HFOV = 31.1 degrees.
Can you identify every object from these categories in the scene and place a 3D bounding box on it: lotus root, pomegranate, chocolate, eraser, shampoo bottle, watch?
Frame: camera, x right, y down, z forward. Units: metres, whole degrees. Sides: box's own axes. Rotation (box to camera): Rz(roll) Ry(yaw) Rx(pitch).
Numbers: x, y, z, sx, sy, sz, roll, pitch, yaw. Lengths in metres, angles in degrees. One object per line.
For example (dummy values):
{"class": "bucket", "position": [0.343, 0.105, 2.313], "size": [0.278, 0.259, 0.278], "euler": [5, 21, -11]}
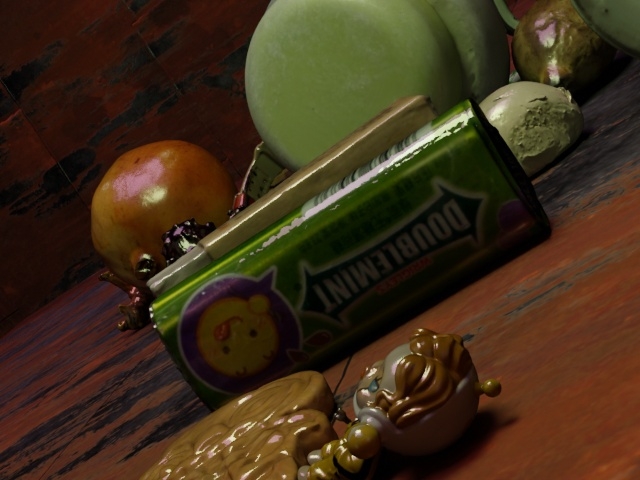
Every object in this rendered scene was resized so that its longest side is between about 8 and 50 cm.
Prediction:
{"class": "lotus root", "position": [0.304, -0.239, 1.429], "size": [0.138, 0.138, 0.214], "euler": [-30, 20, 28]}
{"class": "pomegranate", "position": [-0.250, -0.026, 1.888], "size": [0.264, 0.264, 0.264], "euler": [-33, 9, 6]}
{"class": "chocolate", "position": [-0.184, 0.034, 1.712], "size": [0.156, 0.133, 0.156], "euler": [-35, 7, 5]}
{"class": "eraser", "position": [0.000, 0.000, 1.177], "size": [0.343, 0.144, 0.078], "euler": [-37, 10, -9]}
{"class": "shampoo bottle", "position": [0.080, -0.214, 1.459], "size": [0.322, 0.322, 0.317], "euler": [-29, 0, 32]}
{"class": "watch", "position": [-0.054, -0.069, 1.624], "size": [0.165, 0.102, 0.268], "euler": [-3, 57, 54]}

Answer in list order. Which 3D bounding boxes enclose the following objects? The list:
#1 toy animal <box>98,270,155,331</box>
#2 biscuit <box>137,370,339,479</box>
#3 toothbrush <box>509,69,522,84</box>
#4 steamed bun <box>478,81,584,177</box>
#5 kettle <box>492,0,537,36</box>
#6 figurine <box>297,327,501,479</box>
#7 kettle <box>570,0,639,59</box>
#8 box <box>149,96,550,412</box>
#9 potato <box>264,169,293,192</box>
{"class": "toy animal", "position": [-0.295, 0.078, 2.067], "size": [0.114, 0.116, 0.255], "euler": [-30, -1, 12]}
{"class": "biscuit", "position": [-0.074, 0.172, 0.859], "size": [0.202, 0.044, 0.289], "euler": [-34, 7, 0]}
{"class": "toothbrush", "position": [0.265, -0.222, 1.730], "size": [0.418, 0.040, 0.042], "euler": [-29, 15, 34]}
{"class": "steamed bun", "position": [0.206, -0.118, 1.218], "size": [0.130, 0.091, 0.112], "euler": [-36, 7, -10]}
{"class": "kettle", "position": [0.351, -0.402, 1.694], "size": [0.240, 0.255, 0.165], "euler": [-34, 11, 8]}
{"class": "figurine", "position": [0.040, 0.112, 0.700], "size": [0.143, 0.068, 0.101], "euler": [-45, 3, 10]}
{"class": "kettle", "position": [0.397, -0.353, 1.164], "size": [0.342, 0.247, 0.319], "euler": [-36, -37, -64]}
{"class": "box", "position": [0.024, 0.019, 1.016], "size": [0.345, 0.134, 0.097], "euler": [-31, 5, 14]}
{"class": "potato", "position": [-0.012, -0.111, 1.814], "size": [0.169, 0.143, 0.248], "euler": [-35, 7, -40]}
